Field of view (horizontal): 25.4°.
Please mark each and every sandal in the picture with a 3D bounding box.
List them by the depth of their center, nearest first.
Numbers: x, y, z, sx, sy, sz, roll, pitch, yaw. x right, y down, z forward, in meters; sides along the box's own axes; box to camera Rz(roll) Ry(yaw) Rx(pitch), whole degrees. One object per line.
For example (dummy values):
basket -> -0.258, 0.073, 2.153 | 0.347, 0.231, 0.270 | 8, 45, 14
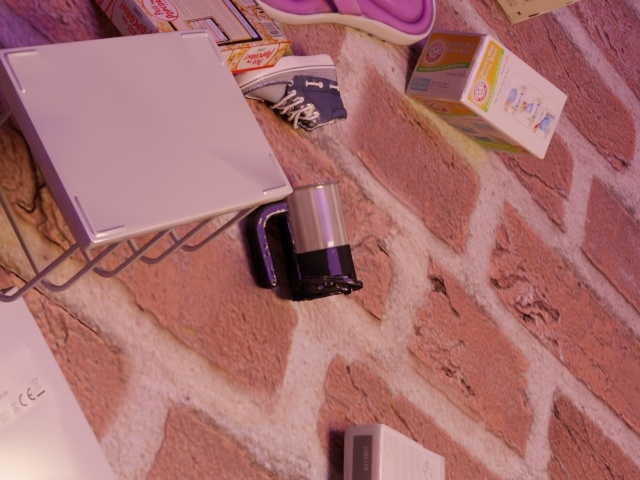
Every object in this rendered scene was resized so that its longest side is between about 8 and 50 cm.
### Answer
sandal -> 0.030, -0.359, 1.830 | 0.416, 0.102, 0.169 | 3, 76, -50

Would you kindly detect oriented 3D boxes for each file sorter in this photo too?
file sorter -> -0.208, -0.070, 1.375 | 0.277, 0.173, 0.193 | -17, 76, -51

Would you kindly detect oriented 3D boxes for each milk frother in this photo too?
milk frother -> 0.000, 0.000, 1.650 | 0.129, 0.143, 0.135 | -12, 90, -44

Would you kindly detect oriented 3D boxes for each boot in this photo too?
boot -> -0.032, -0.174, 1.722 | 0.190, 0.069, 0.086 | -18, 87, -52

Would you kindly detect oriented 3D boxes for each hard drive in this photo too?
hard drive -> -0.287, 0.229, 1.313 | 0.210, 0.040, 0.319 | -39, 109, -49

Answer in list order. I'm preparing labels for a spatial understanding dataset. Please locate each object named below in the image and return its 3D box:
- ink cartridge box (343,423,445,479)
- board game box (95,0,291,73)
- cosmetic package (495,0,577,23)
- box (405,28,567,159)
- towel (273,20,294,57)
ink cartridge box -> 0.093, 0.340, 1.750 | 0.232, 0.066, 0.189 | 43, 45, -63
board game box -> -0.143, -0.250, 1.583 | 0.147, 0.045, 0.193 | 52, 36, 16
cosmetic package -> 0.375, -0.499, 2.246 | 0.113, 0.160, 0.309 | 48, 45, -30
box -> 0.235, -0.206, 2.001 | 0.203, 0.114, 0.103 | 29, 81, -43
towel -> -0.073, -0.246, 1.720 | 0.083, 0.009, 0.060 | 2, 58, -36
